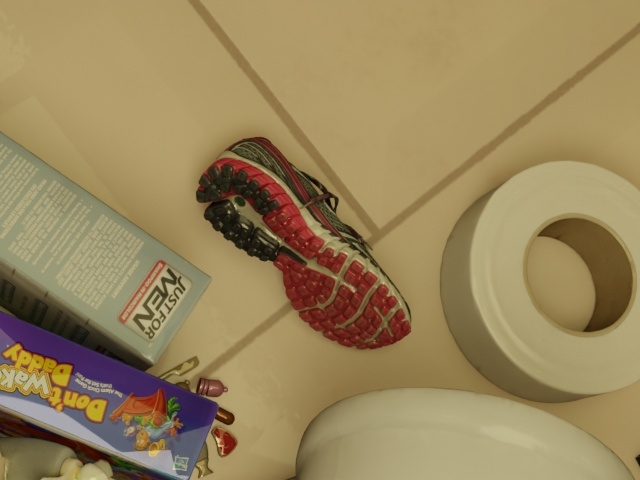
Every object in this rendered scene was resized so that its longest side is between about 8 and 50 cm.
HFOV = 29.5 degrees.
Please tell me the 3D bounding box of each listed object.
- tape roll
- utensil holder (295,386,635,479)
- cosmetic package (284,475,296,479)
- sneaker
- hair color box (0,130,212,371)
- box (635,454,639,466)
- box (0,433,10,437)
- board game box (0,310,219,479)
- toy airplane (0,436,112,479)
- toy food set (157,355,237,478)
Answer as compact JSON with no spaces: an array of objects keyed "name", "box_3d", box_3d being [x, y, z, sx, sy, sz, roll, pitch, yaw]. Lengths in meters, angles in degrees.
[{"name":"tape roll","box_3d":[0.293,0.052,1.467,0.286,0.100,0.286,4,75,-16]},{"name":"utensil holder","box_3d":[0.096,0.376,1.049,0.327,0.327,0.385,24,53,-10]},{"name":"cosmetic package","box_3d":[0.009,0.441,1.287,0.284,0.097,0.377,-19,83,-18]},{"name":"sneaker","box_3d":[0.000,0.000,1.387,0.299,0.121,0.112,47,38,-9]},{"name":"hair color box","box_3d":[-0.310,-0.005,1.251,0.374,0.185,0.114,36,69,-6]},{"name":"box","box_3d":[0.522,0.292,1.501,0.220,0.051,0.175,-26,85,-21]},{"name":"box","box_3d":[-0.306,0.163,1.287,0.178,0.042,0.109,34,70,-7]},{"name":"board game box","box_3d":[-0.288,0.136,1.152,0.347,0.233,0.078,24,71,-9]},{"name":"toy airplane","box_3d":[-0.254,0.355,1.116,0.384,0.386,0.272,48,51,11]},{"name":"toy food set","box_3d":[-0.130,0.192,1.345,0.078,0.019,0.122,-28,86,-21]}]
